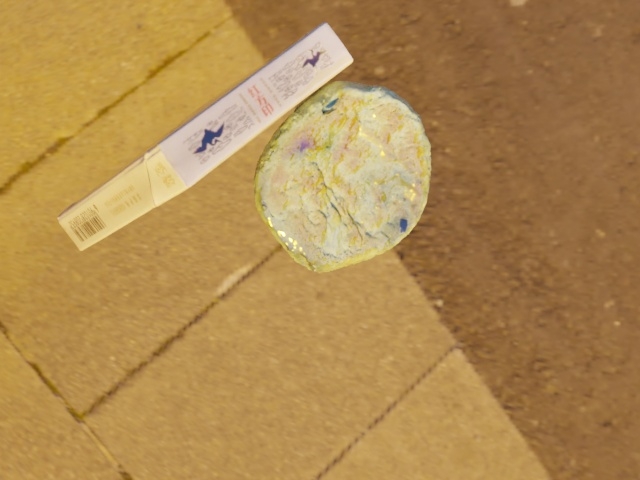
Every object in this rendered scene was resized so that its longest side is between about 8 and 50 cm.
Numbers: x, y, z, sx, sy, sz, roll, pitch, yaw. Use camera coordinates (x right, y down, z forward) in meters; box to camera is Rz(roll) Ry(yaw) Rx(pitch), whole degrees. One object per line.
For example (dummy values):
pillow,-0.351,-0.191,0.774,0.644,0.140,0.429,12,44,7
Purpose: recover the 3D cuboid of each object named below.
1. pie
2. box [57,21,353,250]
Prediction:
pie,0.022,-0.060,1.219,0.187,0.041,0.186,-11,113,-28
box,-0.125,-0.091,1.272,0.205,0.365,0.051,-39,98,-24
